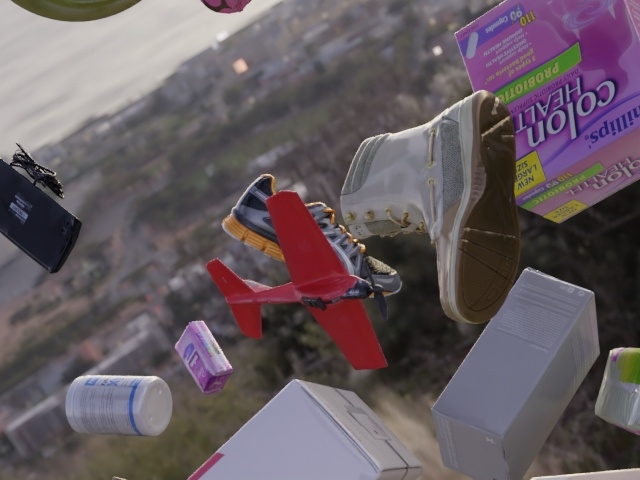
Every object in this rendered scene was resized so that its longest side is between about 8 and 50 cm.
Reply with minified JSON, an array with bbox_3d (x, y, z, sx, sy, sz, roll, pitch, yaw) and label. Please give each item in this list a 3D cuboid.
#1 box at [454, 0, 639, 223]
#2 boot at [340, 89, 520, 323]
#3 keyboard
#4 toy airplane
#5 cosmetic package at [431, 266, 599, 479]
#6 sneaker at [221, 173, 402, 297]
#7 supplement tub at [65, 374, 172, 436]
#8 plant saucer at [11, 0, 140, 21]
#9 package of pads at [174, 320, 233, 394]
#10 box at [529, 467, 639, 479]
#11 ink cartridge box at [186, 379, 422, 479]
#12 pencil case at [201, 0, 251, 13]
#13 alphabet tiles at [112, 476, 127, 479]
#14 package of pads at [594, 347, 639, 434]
[{"bbox_3d":[0.300,-0.182,1.759,0.213,0.117,0.243,-31,60,30],"label":"box"},{"bbox_3d":[0.092,-0.015,1.344,0.165,0.077,0.213,-17,59,42],"label":"boot"},{"bbox_3d":[-0.334,-0.043,1.762,0.192,0.038,0.100,35,102,35],"label":"keyboard"},{"bbox_3d":[-0.018,0.033,1.003,0.151,0.151,0.028,-10,30,46],"label":"toy airplane"},{"bbox_3d":[0.234,0.165,1.784,0.107,0.127,0.238,23,55,30],"label":"cosmetic package"},{"bbox_3d":[0.000,0.000,1.697,0.083,0.215,0.084,-64,12,0],"label":"sneaker"},{"bbox_3d":[-0.232,0.191,1.748,0.107,0.071,0.071,-1,30,26],"label":"supplement tub"},{"bbox_3d":[-0.256,-0.345,1.628,0.241,0.241,0.037,-31,33,-3],"label":"plant saucer"},{"bbox_3d":[-0.146,0.147,1.882,0.032,0.083,0.050,-11,-35,-39],"label":"package of pads"},{"bbox_3d":[0.289,0.275,1.245,0.311,0.121,0.148,-17,29,49],"label":"box"},{"bbox_3d":[-0.029,0.245,1.422,0.207,0.117,0.283,-44,-14,3],"label":"ink cartridge box"},{"bbox_3d":[-0.096,-0.303,1.640,0.095,0.098,0.209,-35,3,-7],"label":"pencil case"},{"bbox_3d":[-0.262,0.451,2.056,0.198,0.237,0.009,11,-5,28],"label":"alphabet tiles"},{"bbox_3d":[0.445,0.193,1.695,0.296,0.229,0.101,41,-115,-85],"label":"package of pads"}]
